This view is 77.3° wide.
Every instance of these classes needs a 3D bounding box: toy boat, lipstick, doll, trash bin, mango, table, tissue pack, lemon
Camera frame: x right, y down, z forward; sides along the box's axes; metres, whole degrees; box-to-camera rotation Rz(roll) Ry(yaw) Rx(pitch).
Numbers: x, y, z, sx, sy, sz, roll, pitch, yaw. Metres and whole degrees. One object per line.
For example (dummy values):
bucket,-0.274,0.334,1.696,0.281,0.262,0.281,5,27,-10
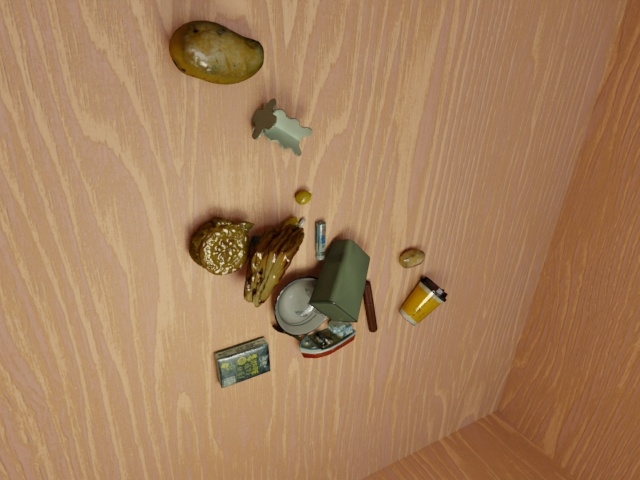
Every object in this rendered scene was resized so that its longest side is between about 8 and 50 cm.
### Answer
toy boat,0.029,0.513,2.121,0.332,0.145,0.133,-19,121,-29
lipstick,0.278,0.379,2.265,0.057,0.057,0.357,-25,123,-19
doll,-0.130,-0.048,1.815,0.113,0.071,0.135,7,117,-52
trash bin,0.111,0.192,1.917,0.223,0.158,0.343,43,56,-37
mango,-0.341,-0.622,1.349,0.329,0.175,0.176,-7,140,-49
table,-0.147,-0.429,1.563,0.198,0.166,0.166,21,101,-45
tissue pack,-0.376,0.597,1.958,0.257,0.081,0.185,-13,119,-26
lemon,-0.075,-0.190,1.771,0.083,0.062,0.062,-24,123,-17

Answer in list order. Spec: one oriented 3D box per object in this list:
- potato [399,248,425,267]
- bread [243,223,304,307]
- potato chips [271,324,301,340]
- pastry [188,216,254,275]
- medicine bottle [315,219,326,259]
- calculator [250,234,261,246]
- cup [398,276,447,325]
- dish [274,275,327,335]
potato,0.517,0.100,2.257,0.170,0.080,0.107,-19,121,-28
bread,-0.215,0.087,1.700,0.167,0.277,0.324,32,122,-1
potato chips,-0.161,0.468,2.001,0.026,0.142,0.209,-68,154,-17
pastry,-0.412,0.016,1.638,0.240,0.132,0.235,2,103,-39
medicine bottle,0.000,0.000,1.916,0.051,0.051,0.191,-12,120,-26
calculator,-0.235,0.016,1.803,0.172,0.018,0.057,15,107,-37
cup,0.606,0.363,2.384,0.196,0.196,0.280,32,103,-38
dish,-0.099,0.304,1.964,0.316,0.106,0.316,-10,112,-27
